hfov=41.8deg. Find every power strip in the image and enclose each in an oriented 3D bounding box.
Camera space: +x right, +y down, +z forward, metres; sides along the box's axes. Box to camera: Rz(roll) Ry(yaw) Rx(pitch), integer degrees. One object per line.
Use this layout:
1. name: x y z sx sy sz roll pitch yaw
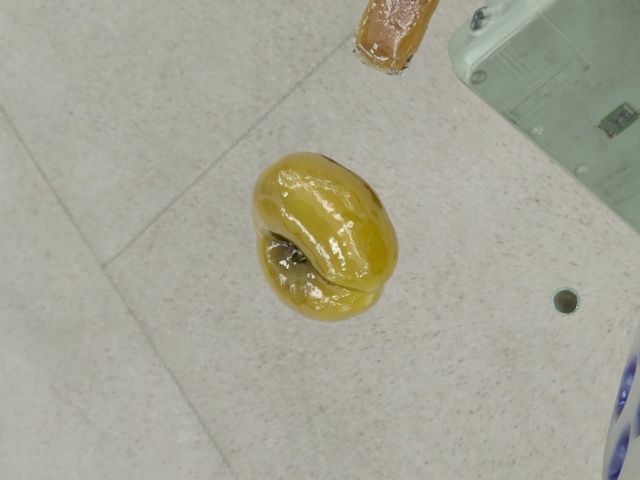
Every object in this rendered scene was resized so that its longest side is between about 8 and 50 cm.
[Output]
1. power strip: 0.198 -0.090 0.541 0.118 0.270 0.046 -39 39 27

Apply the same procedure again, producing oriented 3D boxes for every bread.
1. bread: 0.162 -0.471 1.736 0.136 0.107 0.241 25 94 -1

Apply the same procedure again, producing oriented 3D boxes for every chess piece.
1. chess piece: 0.510 0.123 1.731 0.059 0.149 0.059 -1 88 19

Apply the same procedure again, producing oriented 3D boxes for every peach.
1. peach: 0.000 0.000 0.836 0.179 0.103 0.179 34 141 33

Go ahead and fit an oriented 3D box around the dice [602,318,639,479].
1. dice: 0.384 0.134 0.662 0.251 0.243 0.259 18 129 13
